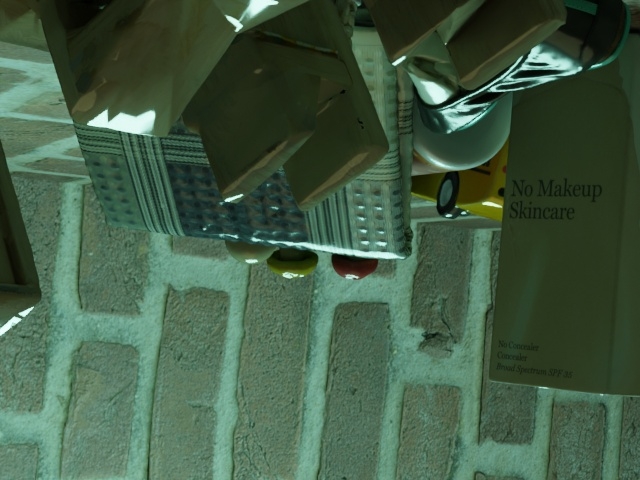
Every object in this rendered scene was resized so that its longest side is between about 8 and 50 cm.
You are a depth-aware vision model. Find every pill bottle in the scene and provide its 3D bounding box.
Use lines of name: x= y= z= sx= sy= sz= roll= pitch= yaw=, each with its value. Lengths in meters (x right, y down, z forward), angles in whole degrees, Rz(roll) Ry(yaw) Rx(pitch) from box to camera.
pill bottle: x=0.084 y=-0.122 z=1.547 sx=0.121 sy=0.121 sz=0.216 roll=6 pitch=176 yaw=-24

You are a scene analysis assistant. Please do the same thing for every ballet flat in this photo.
ballet flat: x=0.128 y=-0.157 z=1.265 sx=0.096 sy=0.095 sz=0.280 roll=17 pitch=162 yaw=-24

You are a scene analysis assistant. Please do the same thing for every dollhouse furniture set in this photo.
dollhouse furniture set: x=-0.156 y=-0.147 z=0.821 sx=0.394 sy=0.257 sz=0.362 roll=-36 pitch=153 yaw=33

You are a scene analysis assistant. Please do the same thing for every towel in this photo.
towel: x=-0.071 y=-0.108 z=1.433 sx=0.312 sy=0.056 sz=0.324 roll=7 pitch=143 yaw=10

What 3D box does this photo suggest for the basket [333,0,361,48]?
basket: x=-0.062 y=-0.161 z=1.230 sx=0.167 sy=0.103 sz=0.113 roll=3 pitch=177 yaw=16

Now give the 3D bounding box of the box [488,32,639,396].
box: x=0.251 y=-0.020 z=1.432 sx=0.121 sy=0.311 sz=0.148 roll=7 pitch=175 yaw=-41

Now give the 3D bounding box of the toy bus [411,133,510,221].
toy bus: x=0.166 y=-0.085 z=1.694 sx=0.108 sy=0.130 sz=0.332 roll=13 pitch=-176 yaw=-19

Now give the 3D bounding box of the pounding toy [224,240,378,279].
pounding toy: x=0.000 y=0.000 z=1.676 sx=0.182 sy=0.110 sz=0.237 roll=2 pitch=-162 yaw=8
